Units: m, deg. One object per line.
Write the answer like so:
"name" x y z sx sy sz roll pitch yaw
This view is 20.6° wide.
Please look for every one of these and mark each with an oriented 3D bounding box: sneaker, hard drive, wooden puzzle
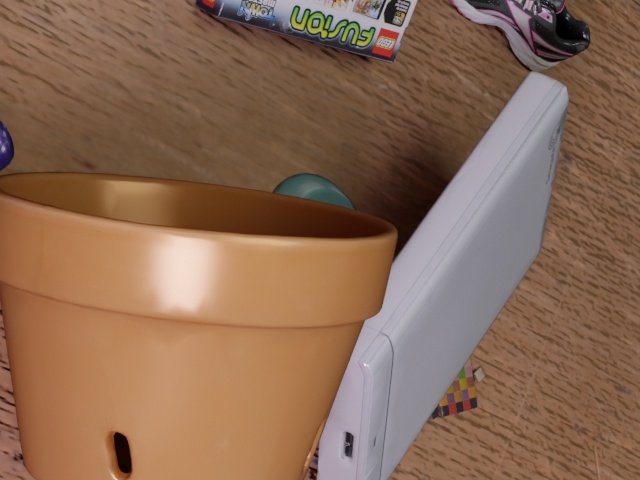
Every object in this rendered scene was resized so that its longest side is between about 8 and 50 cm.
"sneaker" 0.196 -0.234 1.698 0.178 0.077 0.072 32 62 -35
"hard drive" 0.106 0.048 1.504 0.353 0.047 0.233 -53 158 -35
"wooden puzzle" 0.122 0.134 1.622 0.083 0.006 0.049 -9 90 -43

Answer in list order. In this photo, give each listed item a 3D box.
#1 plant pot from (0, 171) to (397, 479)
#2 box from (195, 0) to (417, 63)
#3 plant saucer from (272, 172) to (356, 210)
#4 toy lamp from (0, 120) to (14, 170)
"plant pot" -0.103 0.071 1.254 0.291 0.291 0.203 1 100 -43
"box" 0.000 -0.227 1.504 0.207 0.036 0.114 10 107 -43
"plant saucer" 0.000 0.000 1.516 0.119 0.021 0.119 7 80 -43
"toy lamp" -0.246 -0.171 1.177 0.080 0.080 0.275 -32 138 -41
